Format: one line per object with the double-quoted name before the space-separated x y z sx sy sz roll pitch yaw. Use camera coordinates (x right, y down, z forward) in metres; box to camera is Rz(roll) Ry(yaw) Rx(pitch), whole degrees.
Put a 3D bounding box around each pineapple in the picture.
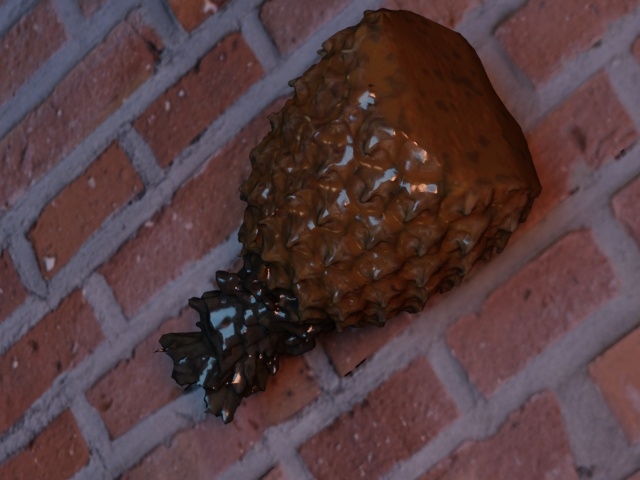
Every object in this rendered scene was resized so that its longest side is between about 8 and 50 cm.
"pineapple" 0.000 0.000 1.361 0.362 0.202 0.202 -45 61 30
